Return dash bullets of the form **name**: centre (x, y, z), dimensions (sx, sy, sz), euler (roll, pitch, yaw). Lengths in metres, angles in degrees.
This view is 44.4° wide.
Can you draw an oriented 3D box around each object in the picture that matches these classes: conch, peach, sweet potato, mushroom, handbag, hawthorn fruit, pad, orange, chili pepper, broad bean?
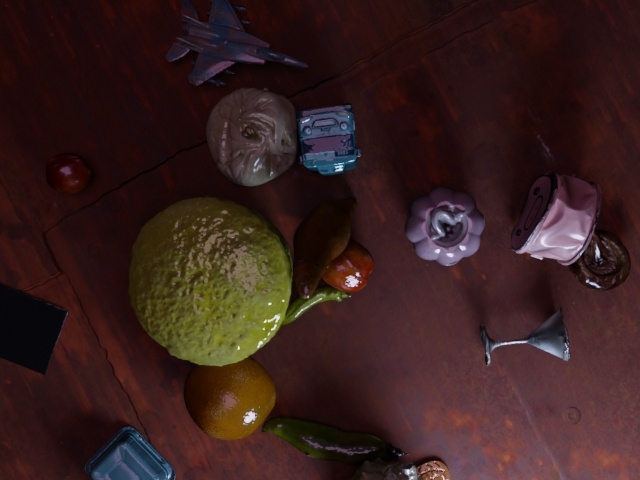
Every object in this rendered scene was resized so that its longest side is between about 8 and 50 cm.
- **conch**: centre (0.144, 0.568, 1.739), dimensions (0.210, 0.291, 0.159), euler (1, 52, -33)
- **peach**: centre (-0.586, -0.153, 1.821), dimensions (0.101, 0.101, 0.100), euler (0, 90, 3)
- **sweet potato**: centre (0.001, -0.004, 1.693), dimensions (0.112, 0.359, 0.112), euler (14, 128, 19)
- **mushroom**: centre (0.615, 0.029, 1.757), dimensions (0.135, 0.080, 0.170), euler (-19, 88, -9)
- **handbag**: centre (0.514, -0.050, 1.716), dimensions (0.116, 0.179, 0.205), euler (20, 97, -5)
- **hawthorn fruit**: centre (0.061, 0.056, 1.772), dimensions (0.128, 0.128, 0.128), euler (0, 90, 3)
- **pad**: centre (-0.739, 0.199, 1.870), dimensions (0.246, 0.006, 0.170), euler (20, 92, 4)
- **orange**: centre (-0.205, 0.344, 1.750), dimensions (0.206, 0.206, 0.206), euler (0, 90, 3)
- **chili pepper**: centre (-0.031, 0.148, 1.816), dimensions (0.208, 0.043, 0.049), euler (-25, 114, 8)
- **broad bean**: centre (0.030, 0.466, 1.796), dimensions (0.339, 0.061, 0.077), euler (11, 83, 3)

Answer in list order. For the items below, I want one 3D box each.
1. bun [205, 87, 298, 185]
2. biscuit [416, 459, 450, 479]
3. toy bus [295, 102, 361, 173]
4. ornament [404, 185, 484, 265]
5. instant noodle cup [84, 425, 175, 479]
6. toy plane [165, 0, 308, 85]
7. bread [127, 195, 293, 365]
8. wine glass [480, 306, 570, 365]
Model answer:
- **bun**: centre (-0.152, -0.237, 1.772), dimensions (0.230, 0.145, 0.229), euler (0, 93, 2)
- **biscuit**: centre (0.254, 0.548, 1.806), dimensions (0.091, 0.015, 0.078), euler (-26, 88, 3)
- **toy bus**: centre (0.019, -0.215, 1.705), dimensions (0.128, 0.256, 0.147), euler (-7, 92, 4)
- **ornament**: centre (0.275, -0.032, 1.735), dimensions (0.178, 0.177, 0.177), euler (0, 90, 3)
- **instant noodle cup**: centre (-0.447, 0.541, 1.822), dimensions (0.179, 0.070, 0.157), euler (45, 91, 4)
- **toy plane**: centre (-0.185, -0.439, 1.795), dimensions (0.327, 0.104, 0.222), euler (17, 92, -1)
- **bread**: centre (-0.216, 0.066, 1.687), dimensions (0.348, 0.308, 0.348), euler (1, 101, 6)
- **wine glass**: centre (0.453, 0.221, 1.752), dimensions (0.183, 0.122, 0.122), euler (-6, 89, 8)
